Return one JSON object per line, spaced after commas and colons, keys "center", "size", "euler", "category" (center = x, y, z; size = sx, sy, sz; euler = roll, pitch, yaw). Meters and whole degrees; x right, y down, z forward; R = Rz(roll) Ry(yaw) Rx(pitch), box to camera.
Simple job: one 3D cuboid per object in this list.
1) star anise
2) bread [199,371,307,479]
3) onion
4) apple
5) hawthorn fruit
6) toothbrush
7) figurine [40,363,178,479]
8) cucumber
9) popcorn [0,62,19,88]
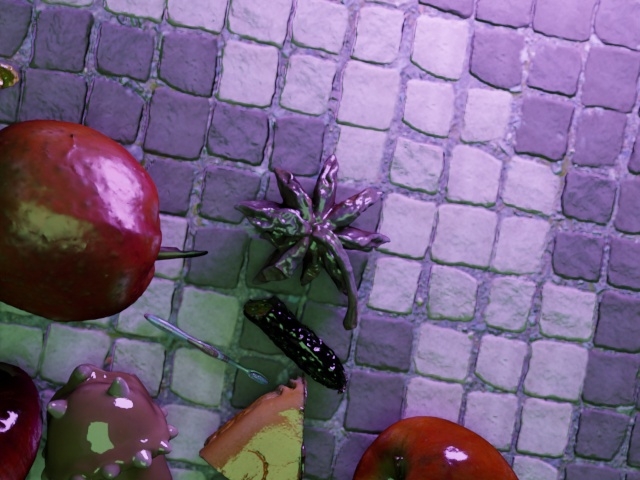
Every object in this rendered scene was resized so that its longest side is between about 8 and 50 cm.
{"center": [0.001, 0.001, 1.504], "size": [0.231, 0.089, 0.209], "euler": [43, 90, -4], "category": "star anise"}
{"center": [-0.047, 0.286, 1.502], "size": [0.169, 0.140, 0.160], "euler": [-37, 92, -3], "category": "bread"}
{"center": [-0.462, 0.277, 1.412], "size": [0.272, 0.272, 0.195], "euler": [-23, 124, -4], "category": "onion"}
{"center": [0.157, 0.353, 1.495], "size": [0.230, 0.230, 0.230], "euler": [-1, 95, -6], "category": "apple"}
{"center": [-0.286, -0.022, 1.395], "size": [0.300, 0.254, 0.254], "euler": [7, 94, -10], "category": "hawthorn fruit"}
{"center": [-0.156, 0.148, 1.535], "size": [0.193, 0.019, 0.013], "euler": [30, 92, -6], "category": "toothbrush"}
{"center": [-0.272, 0.284, 1.456], "size": [0.177, 0.173, 0.247], "euler": [2, 94, -7], "category": "figurine"}
{"center": [-0.029, 0.141, 1.533], "size": [0.053, 0.053, 0.181], "euler": [-45, 99, -1], "category": "cucumber"}
{"center": [-0.432, -0.213, 1.453], "size": [0.083, 0.059, 0.068], "euler": [-4, 95, -14], "category": "popcorn"}
